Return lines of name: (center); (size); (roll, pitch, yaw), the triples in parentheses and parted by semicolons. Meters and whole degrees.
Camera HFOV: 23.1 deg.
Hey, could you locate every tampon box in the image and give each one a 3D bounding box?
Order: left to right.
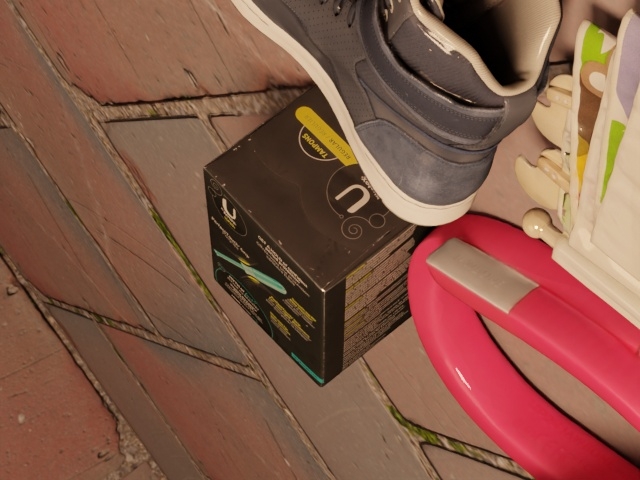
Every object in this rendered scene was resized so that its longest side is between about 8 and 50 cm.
tampon box: (0.000, 0.000, 1.053); (0.120, 0.101, 0.161); (45, 160, 20)

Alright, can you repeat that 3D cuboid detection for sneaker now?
sneaker: (0.027, -0.134, 0.761); (0.226, 0.086, 0.163); (54, 158, 12)

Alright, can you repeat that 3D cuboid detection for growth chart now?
growth chart: (0.162, -0.022, 0.702); (0.172, 0.021, 0.237); (47, 156, 20)

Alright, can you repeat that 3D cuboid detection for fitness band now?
fitness band: (0.154, 0.094, 0.944); (0.291, 0.054, 0.209); (37, 160, 43)
